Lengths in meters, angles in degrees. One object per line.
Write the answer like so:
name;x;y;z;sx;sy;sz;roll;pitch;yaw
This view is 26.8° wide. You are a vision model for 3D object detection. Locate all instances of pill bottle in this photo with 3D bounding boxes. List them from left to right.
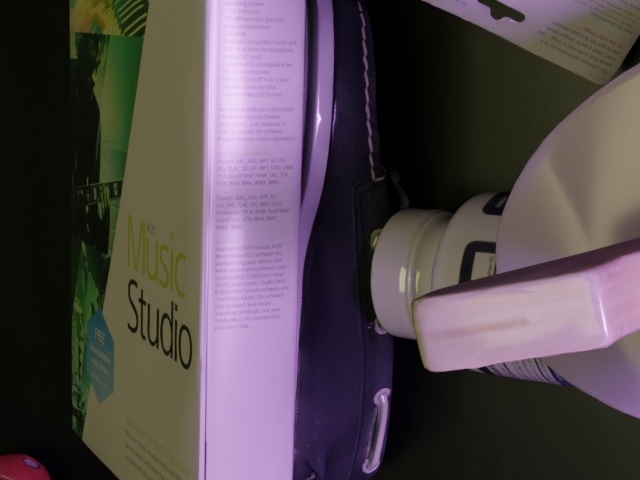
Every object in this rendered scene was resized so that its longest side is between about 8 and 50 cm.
pill bottle;0.114;0.024;0.667;0.169;0.094;0.094;6;104;33

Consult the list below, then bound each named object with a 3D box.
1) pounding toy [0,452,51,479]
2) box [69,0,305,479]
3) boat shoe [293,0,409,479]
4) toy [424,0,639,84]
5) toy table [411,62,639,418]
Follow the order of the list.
pounding toy;-0.190;0.201;0.895;0.183;0.110;0.237;27;157;-5
box;-0.083;-0.018;0.742;0.232;0.059;0.321;19;108;62
boat shoe;0.000;0.000;0.745;0.114;0.091;0.302;39;126;56
toy;0.132;-0.205;0.612;0.137;0.056;0.237;22;116;-16
toy table;0.173;0.004;0.478;0.274;0.161;0.252;-25;86;29
